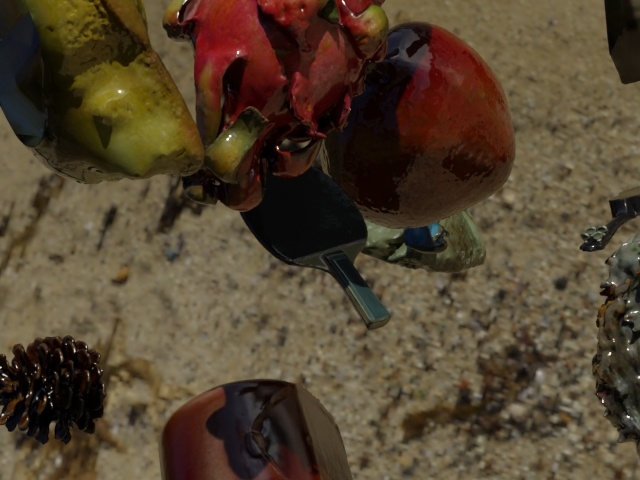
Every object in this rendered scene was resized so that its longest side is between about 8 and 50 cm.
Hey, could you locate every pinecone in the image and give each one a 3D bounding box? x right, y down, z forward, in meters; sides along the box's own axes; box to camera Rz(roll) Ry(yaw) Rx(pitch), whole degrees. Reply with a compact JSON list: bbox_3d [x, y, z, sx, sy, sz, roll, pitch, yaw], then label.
[{"bbox_3d":[-0.410,0.217,1.806,0.163,0.165,0.163,-12,74,49],"label":"pinecone"}]

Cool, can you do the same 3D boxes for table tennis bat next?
[{"bbox_3d":[0.000,0.000,1.501,0.274,0.154,0.021,54,142,29],"label":"table tennis bat"}]

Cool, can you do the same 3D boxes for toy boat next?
[{"bbox_3d":[0.191,-0.047,2.099,0.077,0.075,0.185,-9,41,27],"label":"toy boat"}]

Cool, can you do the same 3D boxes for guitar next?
[{"bbox_3d":[0.418,-0.036,1.714,0.084,0.271,0.038,-13,98,37],"label":"guitar"}]

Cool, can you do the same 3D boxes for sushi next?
[{"bbox_3d":[0.558,0.126,1.635,0.418,0.176,0.417,5,100,27],"label":"sushi"}]

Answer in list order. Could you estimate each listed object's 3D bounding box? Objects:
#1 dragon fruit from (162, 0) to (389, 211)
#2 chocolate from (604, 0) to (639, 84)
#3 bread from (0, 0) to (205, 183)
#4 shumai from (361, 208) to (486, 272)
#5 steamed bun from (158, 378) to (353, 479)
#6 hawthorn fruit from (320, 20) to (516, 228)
[{"bbox_3d":[-0.040,-0.192,1.335,0.227,0.243,0.307,-159,60,-72],"label":"dragon fruit"},{"bbox_3d":[0.619,-0.421,1.935,0.297,0.314,0.326,8,115,33],"label":"chocolate"},{"bbox_3d":[-0.180,-0.136,0.840,0.161,0.088,0.233,-10,107,48],"label":"bread"},{"bbox_3d":[0.195,-0.099,2.321,0.309,0.304,0.263,-116,37,-69],"label":"shumai"},{"bbox_3d":[-0.099,0.338,1.750,0.248,0.379,0.235,-18,69,7],"label":"steamed bun"},{"bbox_3d":[0.137,-0.170,1.770,0.311,0.295,0.295,99,167,-48],"label":"hawthorn fruit"}]
